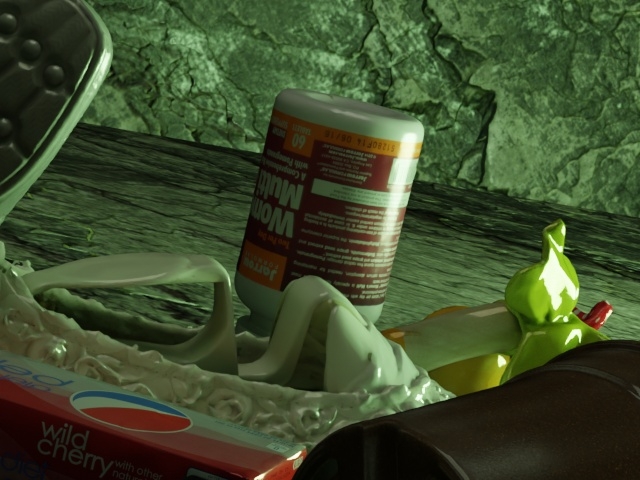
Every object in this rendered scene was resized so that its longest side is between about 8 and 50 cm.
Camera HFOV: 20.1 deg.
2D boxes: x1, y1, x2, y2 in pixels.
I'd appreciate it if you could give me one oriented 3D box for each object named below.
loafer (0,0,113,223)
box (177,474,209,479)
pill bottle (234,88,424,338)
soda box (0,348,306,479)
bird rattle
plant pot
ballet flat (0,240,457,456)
[{"bbox_3d":[-0.243,-0.027,1.046,0.112,0.319,0.111,50,9,2],"label":"loafer"},{"bbox_3d":[-0.042,0.131,0.623,0.052,0.083,0.062,16,6,17],"label":"box"},{"bbox_3d":[0.000,0.000,1.421,0.121,0.221,0.121,13,9,-2],"label":"pill bottle"},{"bbox_3d":[-0.148,0.116,0.953,0.263,0.083,0.092,16,10,16],"label":"soda box"},{"bbox_3d":[0.136,0.077,1.395,0.207,0.143,0.253,-10,-9,1],"label":"bird rattle"},{"bbox_3d":[0.080,0.130,0.755,0.165,0.167,0.167,-3,18,-44],"label":"plant pot"},{"bbox_3d":[-0.053,0.081,1.149,0.409,0.147,0.147,9,10,-27],"label":"ballet flat"}]
